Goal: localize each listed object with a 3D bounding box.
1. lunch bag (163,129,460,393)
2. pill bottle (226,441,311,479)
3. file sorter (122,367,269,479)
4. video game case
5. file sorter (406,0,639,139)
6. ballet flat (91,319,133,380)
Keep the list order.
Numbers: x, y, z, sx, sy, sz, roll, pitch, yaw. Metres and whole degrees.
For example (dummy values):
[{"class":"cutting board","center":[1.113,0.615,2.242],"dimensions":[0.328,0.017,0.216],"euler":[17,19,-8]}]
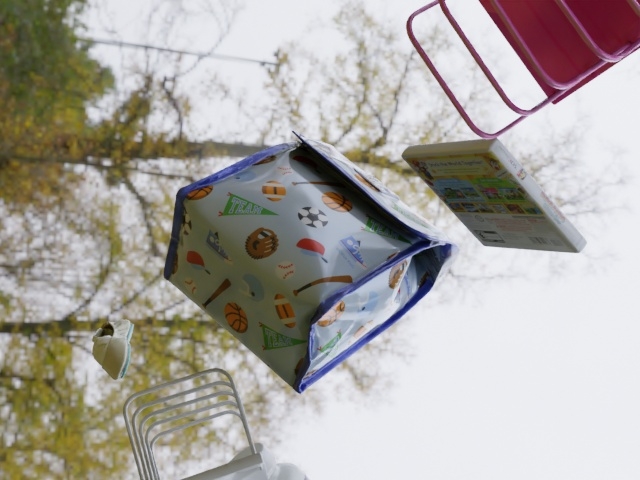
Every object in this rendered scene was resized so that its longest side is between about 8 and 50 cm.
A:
[{"class":"lunch bag","center":[0.000,0.000,1.589],"dimensions":[0.328,0.385,0.239],"euler":[40,-46,23]},{"class":"pill bottle","center":[-0.064,0.544,1.916],"dimensions":[0.301,0.169,0.169],"euler":[50,-27,-11]},{"class":"file sorter","center":[-0.201,0.346,1.624],"dimensions":[0.278,0.192,0.173],"euler":[90,-18,-66]},{"class":"video game case","center":[0.239,-0.062,1.388],"dimensions":[0.026,0.206,0.227],"euler":[-51,-159,-15]},{"class":"file sorter","center":[0.269,-0.273,1.131],"dimensions":[0.202,0.182,0.290],"euler":[55,-36,0]},{"class":"ballet flat","center":[-0.438,0.223,2.051],"dimensions":[0.248,0.086,0.086],"euler":[-127,-134,-76]}]
